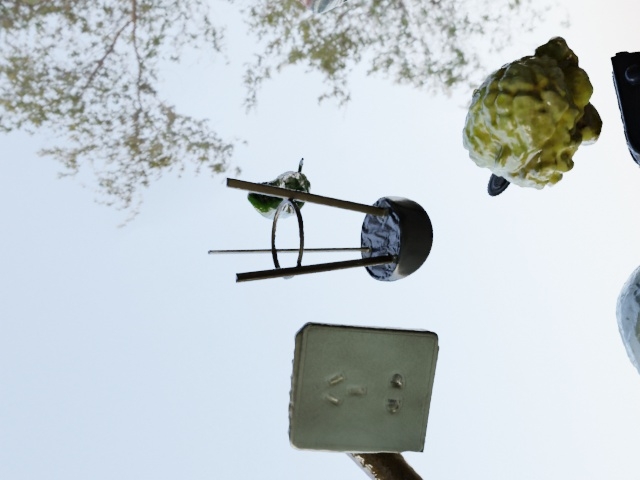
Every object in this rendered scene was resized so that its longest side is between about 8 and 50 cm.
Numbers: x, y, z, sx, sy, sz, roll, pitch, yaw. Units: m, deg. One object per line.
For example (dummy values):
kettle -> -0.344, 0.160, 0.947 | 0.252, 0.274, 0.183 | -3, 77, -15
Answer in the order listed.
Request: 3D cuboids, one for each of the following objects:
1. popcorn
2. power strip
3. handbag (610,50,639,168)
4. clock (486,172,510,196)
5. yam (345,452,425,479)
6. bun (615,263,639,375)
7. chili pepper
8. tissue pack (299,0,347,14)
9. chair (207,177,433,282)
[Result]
popcorn -> 0.376, -0.221, 1.061 | 0.237, 0.251, 0.206 | 25, -166, -26
power strip -> 0.058, 0.212, 0.888 | 0.064, 0.213, 0.198 | -113, 29, -77
handbag -> 0.708, -0.295, 1.087 | 0.118, 0.326, 0.268 | 17, -117, -57
clock -> 0.376, -0.127, 1.263 | 0.010, 0.074, 0.083 | 31, -111, -23
yam -> 0.140, 0.384, 0.904 | 0.300, 0.066, 0.066 | 44, -146, 13
bun -> 0.594, 0.171, 0.862 | 0.362, 0.211, 0.362 | 30, -170, -6
chili pepper -> -0.072, -0.093, 1.178 | 0.257, 0.074, 0.100 | -51, -57, -73
tissue pack -> 0.079, -0.478, 0.810 | 0.103, 0.315, 0.228 | 37, -140, 0
chair -> 0.001, 0.000, 0.634 | 0.222, 0.095, 0.104 | 0, -105, -22
